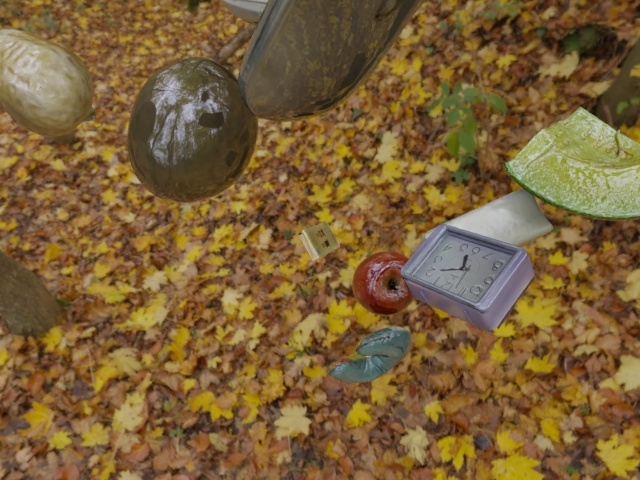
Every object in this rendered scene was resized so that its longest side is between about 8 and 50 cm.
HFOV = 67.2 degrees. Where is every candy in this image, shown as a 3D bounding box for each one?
[{"bbox_3d":[0.452,-0.005,1.382,0.358,0.208,0.145,-24,78,-2],"label":"candy"}]

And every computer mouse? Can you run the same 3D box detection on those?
[{"bbox_3d":[0.022,-0.222,0.527,0.197,0.331,0.095,-24,86,-24],"label":"computer mouse"}]

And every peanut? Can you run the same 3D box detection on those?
[{"bbox_3d":[-0.414,-0.231,0.699,0.224,0.129,0.129,35,60,23],"label":"peanut"}]

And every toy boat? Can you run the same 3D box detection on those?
[{"bbox_3d":[-0.121,-0.542,1.080,0.140,0.141,0.269,-36,60,-22],"label":"toy boat"}]

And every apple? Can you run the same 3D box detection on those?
[{"bbox_3d":[0.175,0.114,1.317,0.180,0.181,0.168,-19,11,-5],"label":"apple"}]

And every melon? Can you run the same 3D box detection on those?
[{"bbox_3d":[0.694,-0.174,1.183,0.331,0.226,0.344,-19,56,-24],"label":"melon"}]

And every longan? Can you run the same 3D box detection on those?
[{"bbox_3d":[-0.216,-0.179,0.809,0.215,0.246,0.246,34,56,4],"label":"longan"}]

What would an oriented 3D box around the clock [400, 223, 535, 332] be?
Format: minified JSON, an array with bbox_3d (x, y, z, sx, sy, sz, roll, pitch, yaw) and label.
[{"bbox_3d":[0.259,0.062,0.868,0.145,0.073,0.193,-47,39,-17],"label":"clock"}]

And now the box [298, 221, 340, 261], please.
[{"bbox_3d":[0.000,0.000,1.109,0.020,0.073,0.149,-30,-3,24],"label":"box"}]

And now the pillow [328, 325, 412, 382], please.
[{"bbox_3d":[0.146,0.312,1.310,0.214,0.233,0.086,7,46,-44],"label":"pillow"}]
